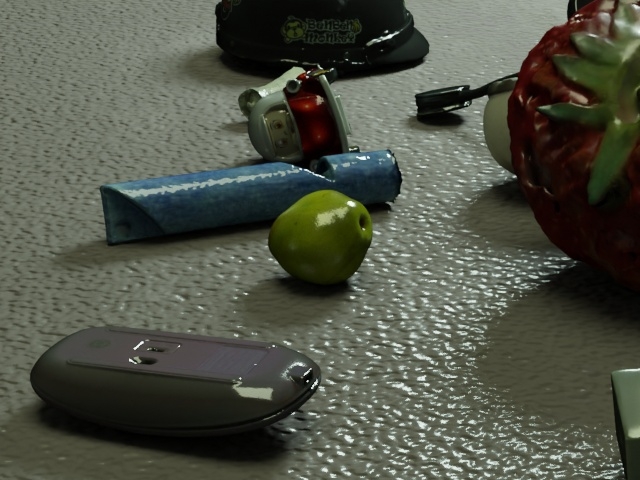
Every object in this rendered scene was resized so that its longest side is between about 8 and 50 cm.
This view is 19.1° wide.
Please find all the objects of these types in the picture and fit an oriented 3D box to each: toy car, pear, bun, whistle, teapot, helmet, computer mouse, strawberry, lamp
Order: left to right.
[{"bbox_3d":[-0.114,0.113,1.493,0.232,0.057,0.120,5,22,20],"label":"computer mouse"},{"bbox_3d":[-0.069,-0.046,1.898,0.304,0.062,0.062,-8,23,-20],"label":"whistle"},{"bbox_3d":[-0.049,-0.165,2.216,0.083,0.057,0.067,-21,25,-27],"label":"teapot"},{"bbox_3d":[-0.024,-0.128,2.072,0.112,0.112,0.139,-17,12,0],"label":"toy car"},{"bbox_3d":[0.000,0.000,1.754,0.097,0.092,0.092,-7,15,32],"label":"pear"},{"bbox_3d":[0.002,-0.314,2.454,0.279,0.160,0.230,-3,20,-3],"label":"helmet"},{"bbox_3d":[0.229,-0.218,2.099,0.130,0.108,0.371,-19,6,-27],"label":"lamp"},{"bbox_3d":[0.257,-0.109,1.970,0.173,0.119,0.173,-6,-4,0],"label":"bun"},{"bbox_3d":[0.323,-0.070,1.741,0.292,0.310,0.291,-11,46,12],"label":"strawberry"}]

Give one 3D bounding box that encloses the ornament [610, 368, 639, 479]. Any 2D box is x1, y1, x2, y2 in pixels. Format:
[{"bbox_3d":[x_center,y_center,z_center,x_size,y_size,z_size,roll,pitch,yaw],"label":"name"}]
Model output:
[{"bbox_3d":[0.347,0.124,1.376,0.285,0.120,0.130,-8,43,-15],"label":"ornament"}]
